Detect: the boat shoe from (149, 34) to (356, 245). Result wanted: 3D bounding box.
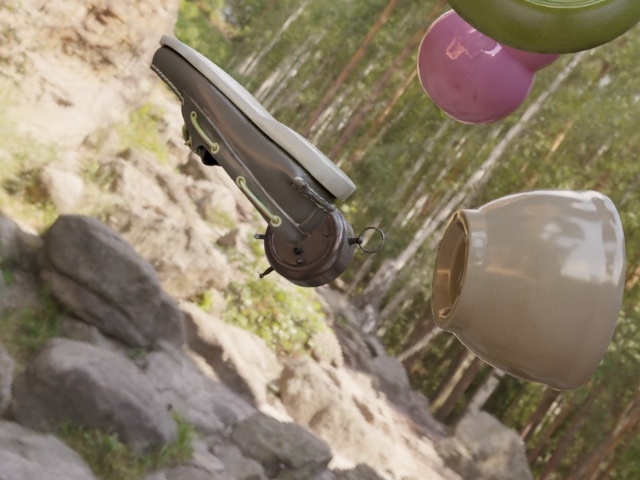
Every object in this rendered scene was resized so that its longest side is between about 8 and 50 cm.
[{"bbox_3d":[-0.095,-0.113,0.919,0.305,0.091,0.109,42,7,29],"label":"boat shoe"}]

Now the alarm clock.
[{"bbox_3d":[0.000,0.000,1.277,0.192,0.129,0.064,-2,-18,16],"label":"alarm clock"}]

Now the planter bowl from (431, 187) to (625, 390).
[{"bbox_3d":[0.152,0.031,0.688,0.109,0.162,0.162,9,-2,-7],"label":"planter bowl"}]

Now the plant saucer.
[{"bbox_3d":[0.211,-0.290,0.791,0.241,0.241,0.037,35,-7,2],"label":"plant saucer"}]

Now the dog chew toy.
[{"bbox_3d":[0.317,-0.349,1.441,0.207,0.332,0.206,35,27,-21],"label":"dog chew toy"}]
